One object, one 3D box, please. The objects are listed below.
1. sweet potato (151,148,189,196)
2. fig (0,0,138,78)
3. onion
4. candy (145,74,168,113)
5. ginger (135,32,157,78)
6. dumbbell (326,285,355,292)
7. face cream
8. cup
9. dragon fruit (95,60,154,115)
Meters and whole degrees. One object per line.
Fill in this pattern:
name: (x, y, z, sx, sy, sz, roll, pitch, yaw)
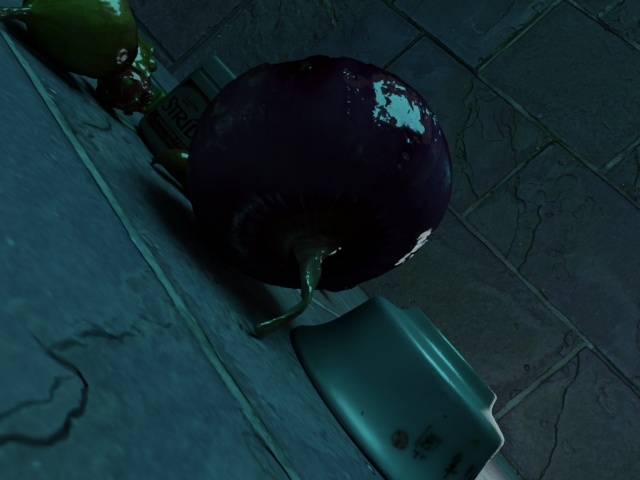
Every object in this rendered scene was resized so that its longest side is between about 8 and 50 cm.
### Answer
sweet potato: (-0.190, -0.088, 0.971, 0.202, 0.055, 0.058, 43, 20, -50)
fig: (-0.336, -0.308, 0.798, 0.231, 0.143, 0.160, -48, 115, -89)
onion: (0.006, -0.058, 0.813, 0.358, 0.359, 0.344, 41, 31, -72)
candy: (-0.385, -0.333, 1.320, 0.194, 0.062, 0.097, 49, 3, 30)
ginger: (-0.419, -0.393, 1.213, 0.157, 0.102, 0.216, 8, 37, -43)
dumbbell: (0.000, 0.000, 1.533, 0.185, 0.185, 0.388, 51, 4, 40)
face cream: (-0.192, -0.195, 1.070, 0.201, 0.187, 0.201, 49, 3, -3)
cup: (0.132, 0.208, 0.851, 0.347, 0.163, 0.347, 48, 2, -2)
dragon fruit: (-0.318, -0.252, 0.949, 0.116, 0.086, 0.081, 53, 9, 21)
